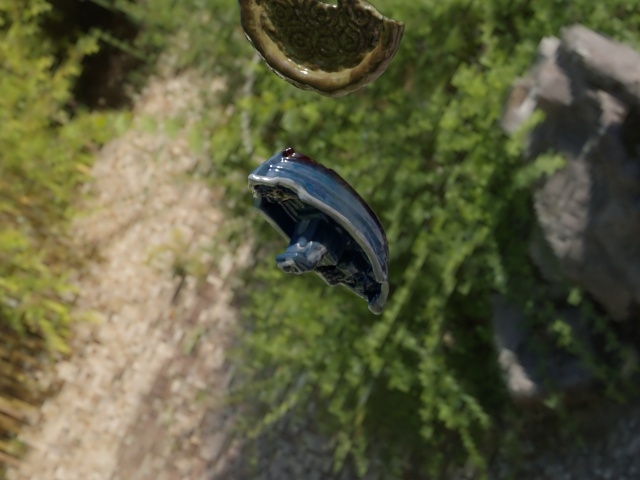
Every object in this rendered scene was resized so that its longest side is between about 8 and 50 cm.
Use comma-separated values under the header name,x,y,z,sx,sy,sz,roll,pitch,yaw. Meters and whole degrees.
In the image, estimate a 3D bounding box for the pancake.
name,x,y,z,sx,sy,sz,roll,pitch,yaw
pancake,-0.002,-0.239,1.686,0.190,0.184,0.020,-3,22,25

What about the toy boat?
name,x,y,z,sx,sy,sz,roll,pitch,yaw
toy boat,0.000,0.000,2.180,0.129,0.309,0.142,-5,50,43
